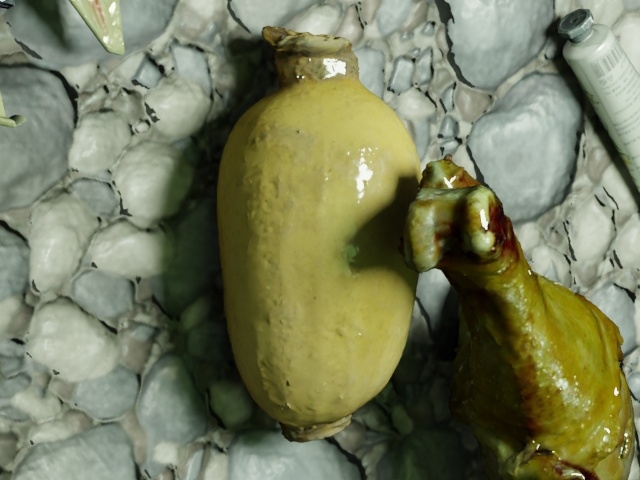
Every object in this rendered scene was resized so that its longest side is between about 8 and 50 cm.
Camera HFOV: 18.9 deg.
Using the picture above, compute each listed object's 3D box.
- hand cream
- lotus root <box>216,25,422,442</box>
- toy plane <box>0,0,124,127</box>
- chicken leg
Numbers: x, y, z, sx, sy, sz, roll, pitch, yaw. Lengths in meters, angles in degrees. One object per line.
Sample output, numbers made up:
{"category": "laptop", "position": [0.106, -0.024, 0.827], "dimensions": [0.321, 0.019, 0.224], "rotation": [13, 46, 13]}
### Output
{"category": "hand cream", "position": [0.247, -0.105, 1.548], "dimensions": [0.067, 0.042, 0.194], "rotation": [-49, 123, -21]}
{"category": "lotus root", "position": [-0.001, 0.001, 1.373], "dimensions": [0.146, 0.131, 0.303], "rotation": [-5, 101, -29]}
{"category": "toy plane", "position": [-0.222, -0.201, 1.232], "dimensions": [0.256, 0.104, 0.242], "rotation": [12, 96, -30]}
{"category": "chicken leg", "position": [0.149, 0.067, 1.425], "dimensions": [0.140, 0.211, 0.361], "rotation": [-20, 122, 1]}
